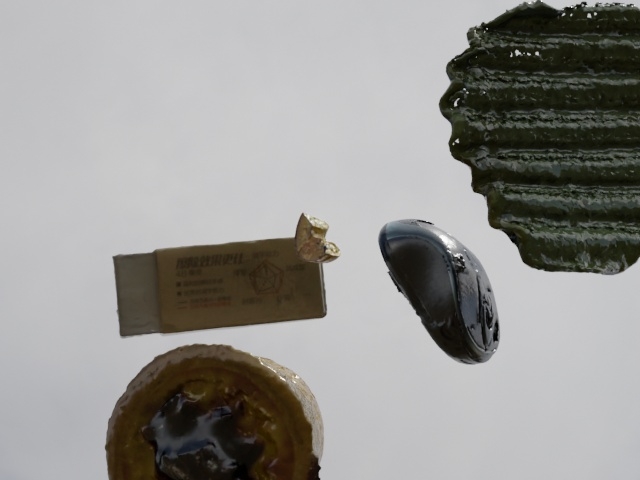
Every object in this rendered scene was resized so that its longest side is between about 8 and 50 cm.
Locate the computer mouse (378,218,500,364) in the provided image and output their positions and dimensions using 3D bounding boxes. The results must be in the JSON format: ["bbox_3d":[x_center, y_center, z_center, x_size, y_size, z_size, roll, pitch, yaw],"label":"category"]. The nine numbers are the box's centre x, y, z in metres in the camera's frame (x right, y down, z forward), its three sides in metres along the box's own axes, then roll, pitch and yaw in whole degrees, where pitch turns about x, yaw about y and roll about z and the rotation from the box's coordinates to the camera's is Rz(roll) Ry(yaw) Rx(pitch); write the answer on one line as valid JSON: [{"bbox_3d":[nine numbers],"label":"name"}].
[{"bbox_3d":[0.169,0.055,1.288,0.096,0.233,0.137,-44,-29,23],"label":"computer mouse"}]

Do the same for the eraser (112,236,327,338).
[{"bbox_3d":[-0.166,0.078,1.600,0.343,0.144,0.078,-4,-6,-13],"label":"eraser"}]

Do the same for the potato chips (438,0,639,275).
[{"bbox_3d":[0.343,-0.133,1.229,0.429,0.358,0.070,-5,-7,-29],"label":"potato chips"}]

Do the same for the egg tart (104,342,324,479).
[{"bbox_3d":[-0.086,0.198,0.936,0.215,0.171,0.215,1,-88,18],"label":"egg tart"}]

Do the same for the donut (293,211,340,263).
[{"bbox_3d":[0.000,0.000,1.293,0.038,0.067,0.083,23,-11,-34],"label":"donut"}]
